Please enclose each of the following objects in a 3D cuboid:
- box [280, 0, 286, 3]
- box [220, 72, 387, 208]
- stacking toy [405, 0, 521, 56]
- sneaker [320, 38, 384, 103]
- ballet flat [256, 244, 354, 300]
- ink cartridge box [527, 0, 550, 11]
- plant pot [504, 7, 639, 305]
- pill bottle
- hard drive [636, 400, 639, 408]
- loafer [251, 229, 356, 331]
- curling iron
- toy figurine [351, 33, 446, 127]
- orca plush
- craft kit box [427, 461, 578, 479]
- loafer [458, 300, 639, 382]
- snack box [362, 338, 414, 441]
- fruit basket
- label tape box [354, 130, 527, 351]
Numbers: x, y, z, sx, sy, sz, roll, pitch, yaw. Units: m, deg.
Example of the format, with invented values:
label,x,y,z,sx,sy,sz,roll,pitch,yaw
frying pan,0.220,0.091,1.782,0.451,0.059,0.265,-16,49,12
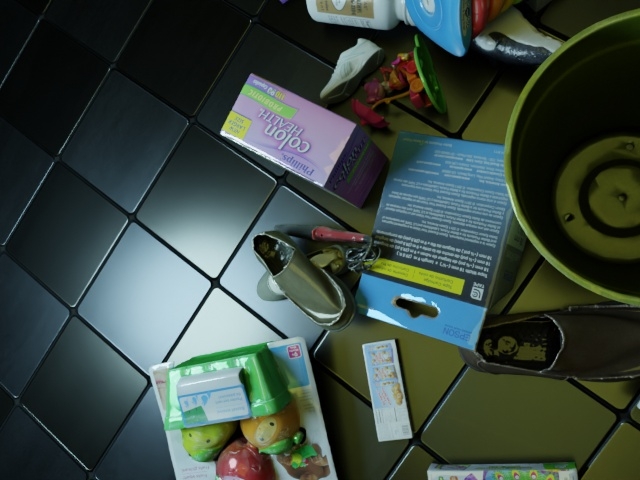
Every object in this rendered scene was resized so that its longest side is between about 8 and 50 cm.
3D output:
label,x,y,z,sx,sy,sz,roll,pitch,yaw
box,-0.062,-0.665,1.287,0.201,0.057,0.293,-28,77,14
box,-0.020,-0.170,1.130,0.214,0.243,0.117,29,94,19
stacking toy,0.302,-0.446,1.033,0.302,0.175,0.165,-26,47,-11
sneaker,0.053,-0.329,1.226,0.152,0.054,0.061,-43,65,3
ballet flat,-0.040,0.059,1.206,0.213,0.068,0.072,-22,78,15
ink cartridge box,0.425,-0.511,1.113,0.181,0.061,0.104,-38,75,11
plant pot,0.462,-0.088,0.908,0.367,0.353,0.366,-2,85,18
pill bottle,0.100,-0.466,1.177,0.229,0.131,0.131,14,89,18
hard drive,0.645,0.170,0.949,0.203,0.040,0.307,29,95,-9
loafer,-0.042,0.069,1.117,0.251,0.087,0.094,40,98,28
curling iron,0.000,0.000,1.157,0.274,0.035,0.068,18,80,45
toy figurine,0.132,-0.283,1.172,0.159,0.130,0.173,-20,57,24
orca plush,0.332,-0.357,1.118,0.287,0.102,0.151,29,68,29
craft kit box,0.317,0.505,1.058,0.247,0.061,0.249,-8,82,20
loafer,0.406,0.174,1.018,0.366,0.130,0.133,-9,82,17
snack box,0.124,0.275,1.157,0.064,0.022,0.178,-12,81,17
fruit basket,-0.145,0.377,1.162,0.327,0.165,0.353,-13,84,16
label tape box,0.217,-0.004,1.083,0.241,0.106,0.333,15,89,34
